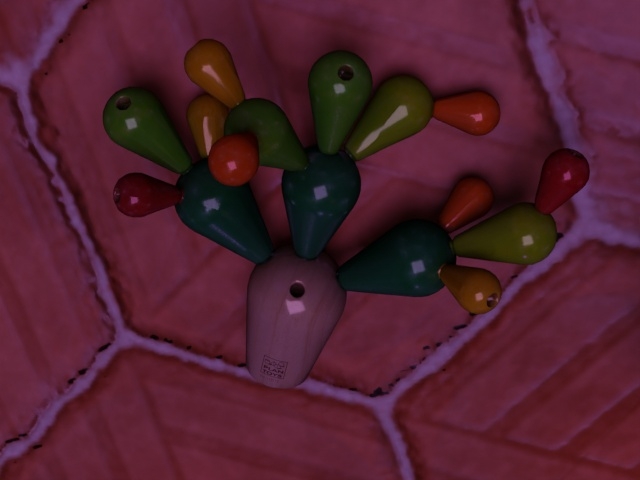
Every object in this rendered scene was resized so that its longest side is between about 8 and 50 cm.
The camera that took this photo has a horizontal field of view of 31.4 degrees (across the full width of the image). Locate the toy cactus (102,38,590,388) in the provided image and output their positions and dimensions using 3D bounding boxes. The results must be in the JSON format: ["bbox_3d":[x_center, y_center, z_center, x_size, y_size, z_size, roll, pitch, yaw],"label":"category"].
[{"bbox_3d":[0.000,0.000,0.538,0.218,0.112,0.181,9,124,-8],"label":"toy cactus"}]
